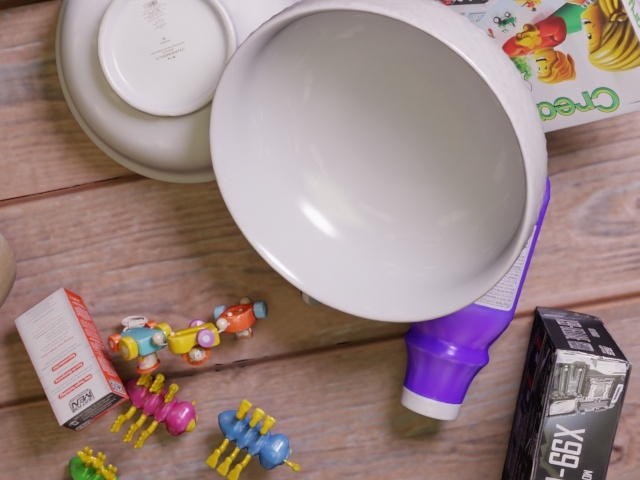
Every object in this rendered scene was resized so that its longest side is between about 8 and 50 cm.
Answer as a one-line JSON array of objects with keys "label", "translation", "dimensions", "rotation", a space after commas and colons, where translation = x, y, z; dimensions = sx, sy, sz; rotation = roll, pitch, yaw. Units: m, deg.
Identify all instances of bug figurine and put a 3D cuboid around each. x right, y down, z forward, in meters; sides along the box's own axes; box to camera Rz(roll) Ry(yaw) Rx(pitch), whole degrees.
[{"label": "bug figurine", "translation": [-0.164, 0.264, 1.534], "dimensions": [0.216, 0.072, 0.279], "rotation": [37, 103, 5]}]

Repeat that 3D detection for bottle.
[{"label": "bottle", "translation": [0.155, 0.049, 1.471], "dimensions": [0.118, 0.092, 0.283], "rotation": [15, 98, 0]}]

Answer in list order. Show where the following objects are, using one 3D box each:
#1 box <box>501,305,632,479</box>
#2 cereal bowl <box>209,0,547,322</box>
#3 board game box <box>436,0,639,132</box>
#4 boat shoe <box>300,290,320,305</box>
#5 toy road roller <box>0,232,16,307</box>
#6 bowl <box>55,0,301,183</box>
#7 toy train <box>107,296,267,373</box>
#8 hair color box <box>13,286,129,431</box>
[{"label": "box", "translation": [0.235, 0.239, 1.415], "dimensions": [0.076, 0.242, 0.307], "rotation": [11, 97, 3]}, {"label": "cereal bowl", "translation": [0.067, -0.096, 1.349], "dimensions": [0.339, 0.141, 0.339], "rotation": [14, 125, 21]}, {"label": "board game box", "translation": [0.172, -0.192, 1.359], "dimensions": [0.305, 0.053, 0.193], "rotation": [-12, 121, 36]}, {"label": "boat shoe", "translation": [0.000, 0.000, 1.505], "dimensions": [0.040, 0.049, 0.142], "rotation": [21, 102, 35]}, {"label": "toy road roller", "translation": [-0.435, 0.155, 1.484], "dimensions": [0.329, 0.202, 0.240], "rotation": [-35, 106, 13]}, {"label": "bowl", "translation": [-0.148, -0.202, 1.443], "dimensions": [0.298, 0.134, 0.298], "rotation": [0, 98, 4]}, {"label": "toy train", "translation": [-0.143, 0.106, 1.494], "dimensions": [0.166, 0.125, 0.046], "rotation": [-8, 102, 13]}, {"label": "hair color box", "translation": [-0.274, 0.130, 1.509], "dimensions": [0.072, 0.043, 0.141], "rotation": [-33, 64, 8]}]
